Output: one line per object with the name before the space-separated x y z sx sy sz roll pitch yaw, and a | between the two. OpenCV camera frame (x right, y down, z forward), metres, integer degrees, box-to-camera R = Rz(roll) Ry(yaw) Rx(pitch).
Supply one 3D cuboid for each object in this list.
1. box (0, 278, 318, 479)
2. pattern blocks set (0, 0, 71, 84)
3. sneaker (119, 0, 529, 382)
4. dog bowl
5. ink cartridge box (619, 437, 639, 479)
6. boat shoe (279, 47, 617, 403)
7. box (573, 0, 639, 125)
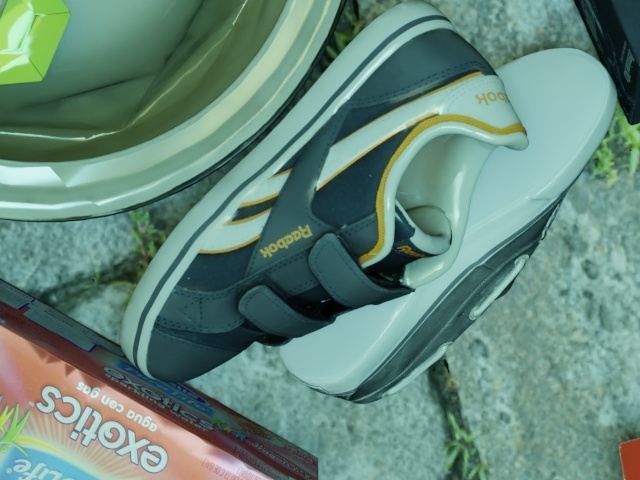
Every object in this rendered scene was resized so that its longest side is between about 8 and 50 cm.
box | -0.162 0.153 1.203 0.300 0.154 0.142 30 95 -3
pattern blocks set | -0.287 -0.172 1.026 0.285 0.026 0.325 16 91 -15
sneaker | 0.000 0.000 1.136 0.321 0.126 0.127 -49 65 17
dog bowl | -0.188 -0.220 1.137 0.408 0.150 0.408 -2 96 -14
ink cartridge box | 0.335 0.207 1.210 0.232 0.066 0.189 -12 95 -24
boat shoe | 0.102 -0.002 1.214 0.301 0.102 0.108 -50 53 6
box | 0.220 -0.179 1.152 0.093 0.156 0.158 -23 78 3
